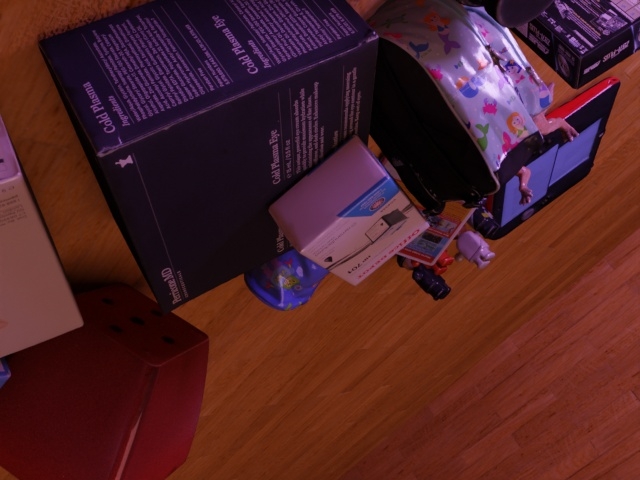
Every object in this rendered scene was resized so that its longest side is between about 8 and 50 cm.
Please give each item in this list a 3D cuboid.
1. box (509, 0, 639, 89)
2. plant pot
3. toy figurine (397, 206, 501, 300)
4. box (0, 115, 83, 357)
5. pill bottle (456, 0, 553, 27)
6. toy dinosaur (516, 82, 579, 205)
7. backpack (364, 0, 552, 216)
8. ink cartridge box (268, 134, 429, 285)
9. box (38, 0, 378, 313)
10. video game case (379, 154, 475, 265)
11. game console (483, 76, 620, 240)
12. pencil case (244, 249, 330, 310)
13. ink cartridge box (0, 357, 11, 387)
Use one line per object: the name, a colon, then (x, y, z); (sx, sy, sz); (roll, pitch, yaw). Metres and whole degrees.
box: (0.385, -0.339, 1.025); (0.147, 0.180, 0.077); (-34, 152, -2)
plant pot: (-0.320, 0.218, 1.040); (0.236, 0.267, 0.267); (-62, 168, 13)
toy figurine: (0.276, 0.003, 1.517); (0.209, 0.148, 0.213); (-35, 151, -10)
box: (-0.375, -0.006, 0.779); (0.121, 0.148, 0.311); (-22, 149, -20)
pill bottle: (0.164, -0.335, 0.746); (0.122, 0.219, 0.123); (-26, 152, -15)
toy dinosaur: (0.348, -0.206, 1.286); (0.200, 0.127, 0.296); (38, 90, -26)
backpack: (0.141, -0.185, 0.861); (0.191, 0.253, 0.225); (-49, -165, -16)
ink cartridge box: (0.043, -0.030, 0.876); (0.139, 0.082, 0.190); (-40, 152, 8)
box: (-0.116, -0.118, 0.840); (0.312, 0.179, 0.343); (-27, 152, -17)
video game case: (0.185, -0.080, 1.274); (0.204, 0.025, 0.285); (19, 132, -12)
game console: (0.521, -0.169, 1.585); (0.342, 0.060, 0.386); (-31, 153, -5)
pencil case: (0.000, 0.000, 1.215); (0.306, 0.133, 0.119); (-46, -176, 23)
ink cartridge box: (-0.638, 0.239, 0.891); (0.395, 0.151, 0.270); (-44, 151, 22)
